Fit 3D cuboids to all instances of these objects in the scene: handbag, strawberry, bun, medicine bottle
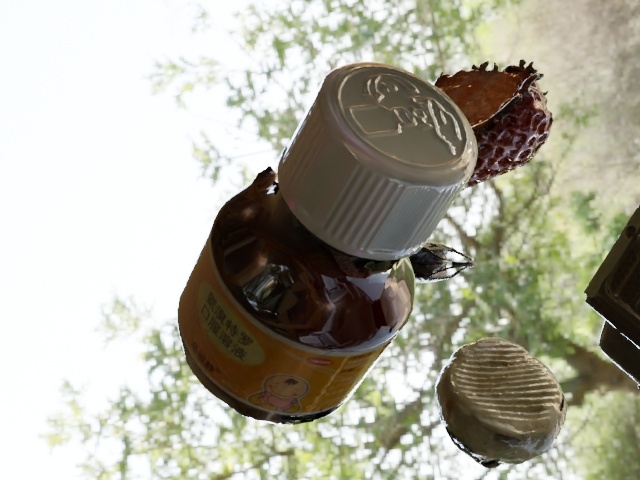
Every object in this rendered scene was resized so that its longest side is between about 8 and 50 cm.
[{"bbox_3d":[0.180,0.031,1.610,0.115,0.139,0.072,4,-93,-49],"label":"handbag"},{"bbox_3d":[0.262,-0.165,1.692,0.150,0.253,0.280,51,-131,-29],"label":"strawberry"},{"bbox_3d":[0.314,0.296,1.826,0.141,0.239,0.239,99,178,-46],"label":"bun"},{"bbox_3d":[0.000,0.000,1.083,0.242,0.242,0.395,-81,12,-48],"label":"medicine bottle"}]

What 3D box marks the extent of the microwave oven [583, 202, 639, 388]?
[{"bbox_3d":[0.410,0.088,0.589,0.333,0.247,0.394,12,-157,-36],"label":"microwave oven"}]
